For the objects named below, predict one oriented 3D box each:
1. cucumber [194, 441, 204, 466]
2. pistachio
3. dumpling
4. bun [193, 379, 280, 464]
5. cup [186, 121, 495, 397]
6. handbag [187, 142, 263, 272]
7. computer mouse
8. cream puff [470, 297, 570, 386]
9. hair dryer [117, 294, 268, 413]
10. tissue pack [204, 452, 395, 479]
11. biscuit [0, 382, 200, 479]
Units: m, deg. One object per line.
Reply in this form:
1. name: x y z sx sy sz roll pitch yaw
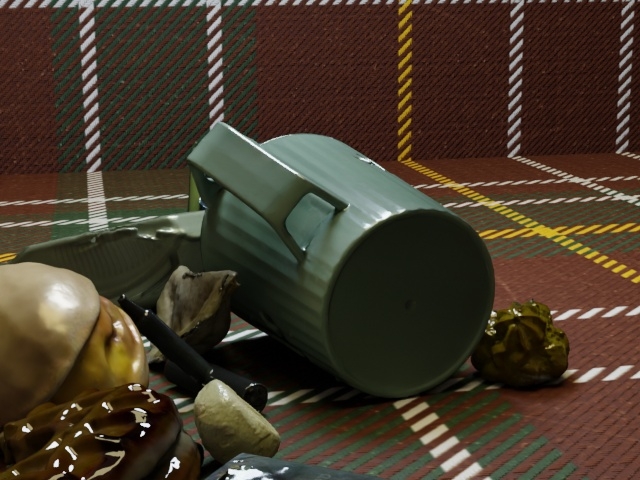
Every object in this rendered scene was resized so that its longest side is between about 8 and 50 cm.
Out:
1. cucumber: -0.148 0.249 1.277 0.032 0.032 0.133 1 11 9
2. pistachio: -0.338 0.141 1.412 0.230 0.229 0.309 -10 19 -38
3. dumpling: -0.181 0.120 1.706 0.086 0.166 0.332 26 -8 -15
4. bun: -0.102 0.210 1.325 0.069 0.115 0.115 -47 22 -6
5. cup: -0.004 0.024 1.655 0.401 0.310 0.392 10 10 -28
6. handbag: -0.108 -0.050 2.155 0.241 0.263 0.222 -2 -16 8
7. computer mouse: -0.346 0.053 1.965 0.429 0.145 0.228 -12 2 21
8. cream puff: 0.273 0.133 1.621 0.146 0.116 0.146 -3 14 1
9. hair dryer: -0.173 0.140 1.495 0.173 0.195 0.050 12 60 45
10. tissue pack: -0.014 0.267 1.076 0.236 0.073 0.173 4 15 30
11. biscuit: -0.244 0.228 1.046 0.268 0.115 0.366 -19 9 15
